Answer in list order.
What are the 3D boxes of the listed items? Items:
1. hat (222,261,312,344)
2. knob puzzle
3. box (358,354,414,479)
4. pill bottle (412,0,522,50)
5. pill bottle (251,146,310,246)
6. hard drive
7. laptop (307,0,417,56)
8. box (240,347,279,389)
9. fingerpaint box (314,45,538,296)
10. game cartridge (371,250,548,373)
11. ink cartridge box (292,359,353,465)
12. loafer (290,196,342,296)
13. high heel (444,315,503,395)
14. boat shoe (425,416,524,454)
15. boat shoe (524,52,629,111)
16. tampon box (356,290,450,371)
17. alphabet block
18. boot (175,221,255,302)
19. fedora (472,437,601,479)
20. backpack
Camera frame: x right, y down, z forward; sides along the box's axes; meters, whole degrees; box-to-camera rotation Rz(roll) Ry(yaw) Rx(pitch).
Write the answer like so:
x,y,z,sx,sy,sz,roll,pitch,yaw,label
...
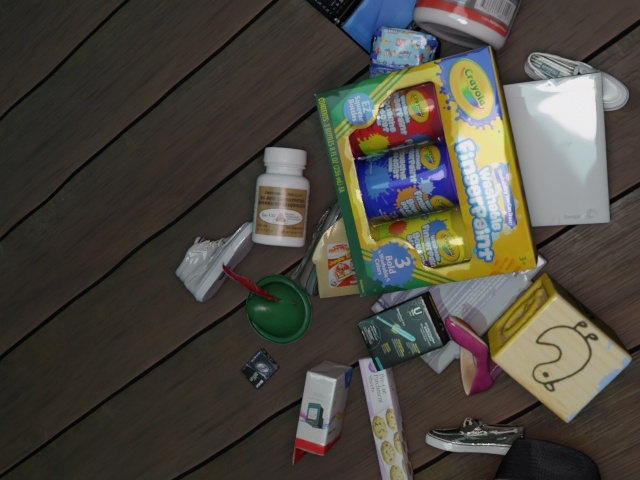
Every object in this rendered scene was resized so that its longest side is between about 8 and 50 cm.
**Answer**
x,y,z,sx,sy,sz,roll,pitch,yaw,label
-0.145,0.170,1.699,0.208,0.183,0.173,30,102,16,hat
0.071,0.029,1.649,0.213,0.030,0.213,-3,103,-12,knob puzzle
0.157,0.428,1.664,0.067,0.063,0.324,-11,88,19,box
0.348,-0.601,1.479,0.210,0.210,0.363,23,99,18,pill bottle
-0.092,-0.103,1.697,0.131,0.131,0.229,6,92,20,pill bottle
0.493,-0.185,1.491,0.203,0.040,0.308,-3,104,24,hard drive
0.103,-0.583,1.606,0.234,0.264,0.136,-49,40,14,laptop
-0.154,0.327,1.796,0.067,0.018,0.083,47,106,13,box
0.225,-0.135,1.480,0.371,0.163,0.445,-11,96,20,fingerpaint box
0.311,0.104,1.601,0.230,0.068,0.355,43,105,9,game cartridge
0.005,0.415,1.681,0.078,0.134,0.231,11,97,19,ink cartridge box
0.000,0.000,1.692,0.084,0.096,0.268,27,103,24,loafer
0.309,0.253,1.531,0.117,0.244,0.082,-43,42,7,high heel
0.347,0.434,1.594,0.219,0.078,0.070,1,93,12,boat shoe
0.535,-0.334,1.492,0.226,0.076,0.083,23,100,17,boat shoe
0.185,0.201,1.566,0.161,0.101,0.120,-25,84,18,tampon box
0.481,0.213,1.453,0.197,0.193,0.192,40,103,1,alphabet block
-0.266,0.026,1.786,0.123,0.095,0.258,43,102,14,boot
0.474,0.508,1.468,0.334,0.334,0.153,13,64,19,fedora
0.179,-0.384,1.593,0.158,0.117,0.173,16,105,9,backpack
